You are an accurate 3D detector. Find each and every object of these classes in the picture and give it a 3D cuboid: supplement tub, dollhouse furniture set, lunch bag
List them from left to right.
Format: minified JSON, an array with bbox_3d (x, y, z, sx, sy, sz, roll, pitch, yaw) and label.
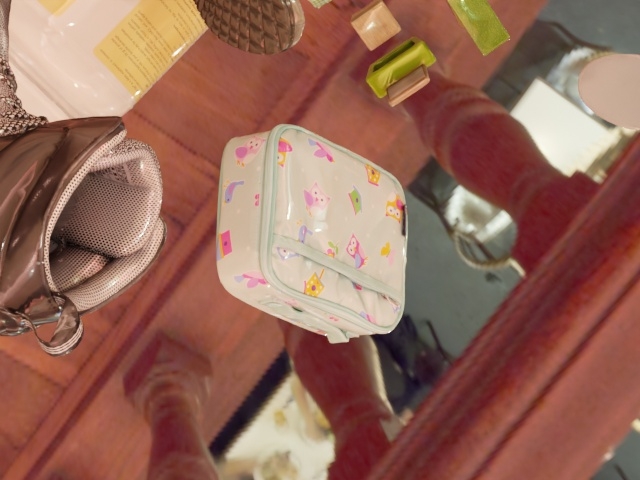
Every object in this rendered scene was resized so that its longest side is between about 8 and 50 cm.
[{"bbox_3d":[-0.241,-0.284,1.411,0.331,0.241,0.241,-46,111,-4],"label":"supplement tub"},{"bbox_3d":[0.000,0.000,1.545,0.108,0.224,0.279,-15,153,37],"label":"lunch bag"},{"bbox_3d":[0.073,-0.343,1.653,0.198,0.151,0.301,-33,110,12],"label":"dollhouse furniture set"}]

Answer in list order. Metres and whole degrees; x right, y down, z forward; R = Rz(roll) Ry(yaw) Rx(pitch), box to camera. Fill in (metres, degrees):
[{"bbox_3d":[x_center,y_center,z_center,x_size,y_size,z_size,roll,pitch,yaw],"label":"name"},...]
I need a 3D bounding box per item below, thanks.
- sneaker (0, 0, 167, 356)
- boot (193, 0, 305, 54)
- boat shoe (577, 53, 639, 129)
[{"bbox_3d":[-0.145,-0.049,0.604,0.153,0.268,0.101,-3,142,10],"label":"sneaker"},{"bbox_3d":[-0.050,-0.251,1.189,0.161,0.246,0.083,-15,126,-34],"label":"boot"},{"bbox_3d":[0.325,-0.126,1.133,0.183,0.083,0.065,13,104,27],"label":"boat shoe"}]
